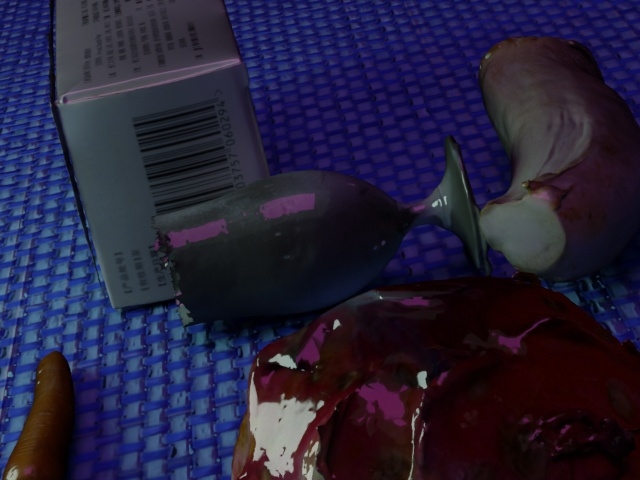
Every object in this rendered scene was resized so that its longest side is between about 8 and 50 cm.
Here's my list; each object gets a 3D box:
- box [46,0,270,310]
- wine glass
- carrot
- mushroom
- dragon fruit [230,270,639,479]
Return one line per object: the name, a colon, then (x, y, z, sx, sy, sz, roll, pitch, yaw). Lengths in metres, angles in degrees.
box: (-0.127, -0.099, 1.340, 0.145, 0.173, 0.333, -13, 25, -4)
wine glass: (0.000, 0.000, 1.161, 0.222, 0.103, 0.103, -13, 25, 0)
carrot: (-0.173, 0.117, 1.076, 0.037, 0.037, 0.190, -12, 21, 3)
mushroom: (0.169, -0.062, 1.204, 0.122, 0.095, 0.351, 16, 23, -1)
dragon fruit: (0.077, 0.099, 0.874, 0.274, 0.126, 0.161, -17, 24, -7)
